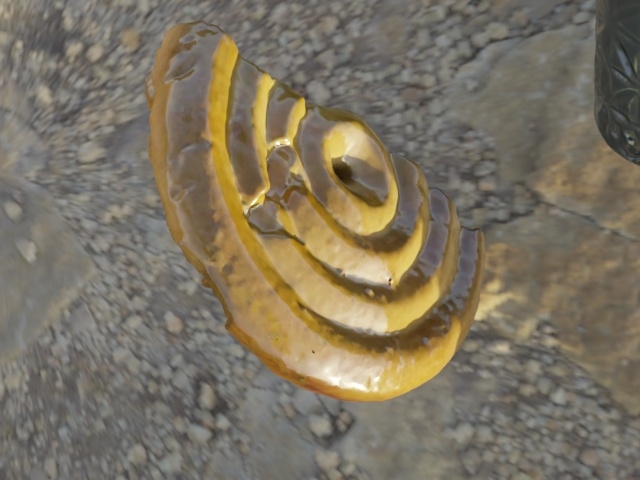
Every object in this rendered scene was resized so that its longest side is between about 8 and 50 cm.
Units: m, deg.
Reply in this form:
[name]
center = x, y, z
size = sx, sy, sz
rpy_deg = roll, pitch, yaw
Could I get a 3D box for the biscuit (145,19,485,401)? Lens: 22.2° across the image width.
[biscuit]
center = 0.001, 0.000, 0.779
size = 0.224, 0.033, 0.144
rpy_deg = 37, 50, -31

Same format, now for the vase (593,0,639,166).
[vase]
center = 0.239, -0.169, 0.964
size = 0.251, 0.301, 0.156
rpy_deg = 30, 56, 23
